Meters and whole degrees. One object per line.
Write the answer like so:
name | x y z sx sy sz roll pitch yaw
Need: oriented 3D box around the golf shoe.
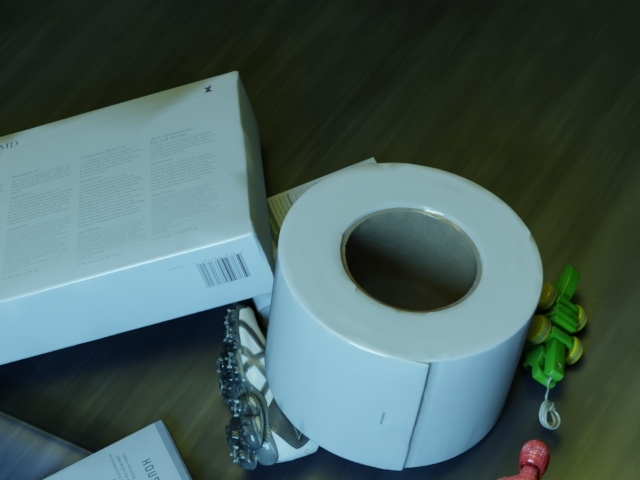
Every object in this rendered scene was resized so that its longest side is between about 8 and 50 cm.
golf shoe | -0.052 0.144 1.418 0.094 0.077 0.198 1 47 -15

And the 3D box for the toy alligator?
toy alligator | 0.220 0.107 1.392 0.051 0.056 0.189 -30 35 47

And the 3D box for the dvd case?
dvd case | -0.223 0.294 1.352 0.239 0.029 0.179 -26 51 -9

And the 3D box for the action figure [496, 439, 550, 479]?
action figure | 0.156 0.312 1.226 0.091 0.139 0.280 13 78 18

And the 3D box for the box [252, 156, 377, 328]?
box | 0.000 0.000 1.531 0.186 0.038 0.145 -23 51 -5

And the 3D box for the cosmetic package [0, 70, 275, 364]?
cosmetic package | -0.247 -0.022 1.530 0.377 0.097 0.284 -15 44 6

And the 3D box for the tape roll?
tape roll | 0.074 0.069 1.338 0.246 0.169 0.246 4 48 -5
